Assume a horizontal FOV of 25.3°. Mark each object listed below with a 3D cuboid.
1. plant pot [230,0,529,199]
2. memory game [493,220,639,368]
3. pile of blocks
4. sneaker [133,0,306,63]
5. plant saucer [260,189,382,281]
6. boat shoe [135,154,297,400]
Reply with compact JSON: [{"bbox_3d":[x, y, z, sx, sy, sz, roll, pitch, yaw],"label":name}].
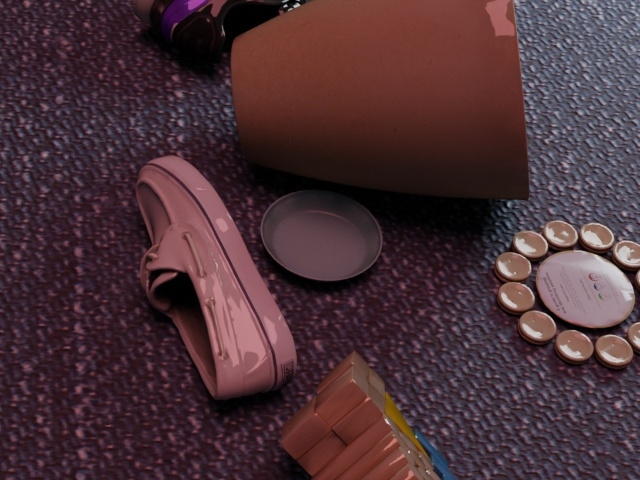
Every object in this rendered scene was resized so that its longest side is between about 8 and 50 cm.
[{"bbox_3d":[0.057,-0.152,1.411,0.274,0.256,0.256,-6,47,7],"label":"plant pot"},{"bbox_3d":[0.259,0.051,1.393,0.186,0.012,0.186,5,48,-6],"label":"memory game"},{"bbox_3d":[0.069,0.251,1.131,0.112,0.149,0.362,-42,44,11],"label":"pile of blocks"},{"bbox_3d":[-0.055,-0.280,1.587,0.146,0.102,0.293,41,58,19],"label":"sneaker"},{"bbox_3d":[0.000,0.000,1.384,0.119,0.021,0.119,5,47,-5],"label":"plant saucer"},{"bbox_3d":[-0.119,0.033,1.289,0.088,0.096,0.267,-15,60,-28],"label":"boat shoe"}]
